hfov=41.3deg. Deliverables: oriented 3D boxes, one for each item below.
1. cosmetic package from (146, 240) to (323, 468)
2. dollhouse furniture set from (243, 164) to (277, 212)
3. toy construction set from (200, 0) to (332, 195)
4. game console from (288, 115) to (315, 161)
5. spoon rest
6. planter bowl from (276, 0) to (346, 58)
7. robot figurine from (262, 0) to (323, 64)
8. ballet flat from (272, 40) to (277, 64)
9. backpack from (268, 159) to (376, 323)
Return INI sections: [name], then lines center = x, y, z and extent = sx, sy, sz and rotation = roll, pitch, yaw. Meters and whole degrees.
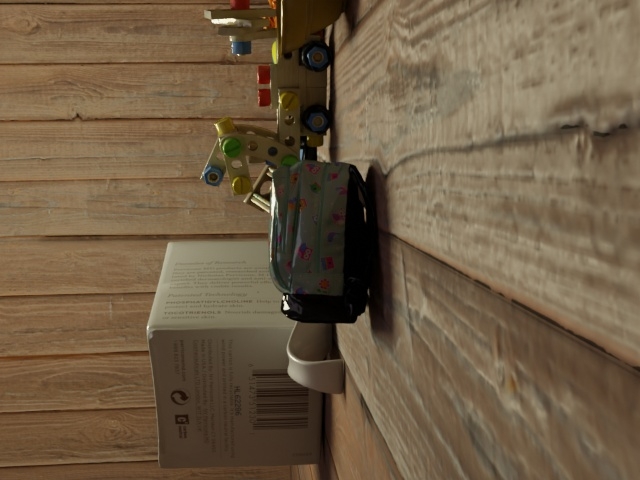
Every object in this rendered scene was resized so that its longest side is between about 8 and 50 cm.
[cosmetic package]
center = -0.168, 0.223, 1.772
extent = 0.394, 0.327, 0.330
rotation = -99, 9, -66
[dollhouse furniture set]
center = -0.020, -0.055, 1.636
extent = 0.182, 0.161, 0.101
rotation = 34, 94, 38
[toy construction set]
center = -0.090, -0.233, 1.345
extent = 0.151, 0.214, 0.328
rotation = -99, 9, -56
[game console]
center = -0.043, -0.181, 1.846
extent = 0.361, 0.043, 0.213
rotation = -131, 39, -82
[spoon rest]
center = -0.017, 0.170, 1.391
extent = 0.276, 0.084, 0.137
rotation = -113, 22, -75
[planter bowl]
center = -0.012, -0.350, 1.118
extent = 0.217, 0.090, 0.217
rotation = 179, 90, -86
[robot figurine]
center = -0.048, -0.420, 1.443
extent = 0.291, 0.085, 0.211
rotation = 97, 156, -64
[ballet flat]
center = -0.056, -0.377, 1.863
extent = 0.077, 0.077, 0.231
rotation = 126, 145, -46
[backpack]
center = 0.000, 0.000, 0.941
extent = 0.152, 0.115, 0.182
rotation = 107, 164, -83
